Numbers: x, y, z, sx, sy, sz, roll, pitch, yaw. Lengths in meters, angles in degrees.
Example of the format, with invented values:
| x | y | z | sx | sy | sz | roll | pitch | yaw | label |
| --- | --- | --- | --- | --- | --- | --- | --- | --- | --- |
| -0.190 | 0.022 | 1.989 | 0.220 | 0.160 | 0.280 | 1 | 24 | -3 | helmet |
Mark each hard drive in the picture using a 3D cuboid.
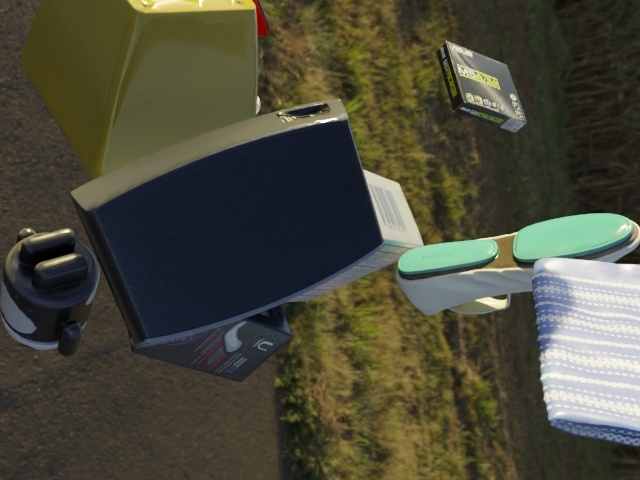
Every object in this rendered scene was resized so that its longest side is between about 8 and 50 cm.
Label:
| x | y | z | sx | sy | sz | roll | pitch | yaw | label |
| --- | --- | --- | --- | --- | --- | --- | --- | --- | --- |
| -0.070 | -0.013 | 0.617 | 0.054 | 0.254 | 0.172 | -146 | -143 | -68 | hard drive |

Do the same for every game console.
| x | y | z | sx | sy | sz | roll | pitch | yaw | label |
| --- | --- | --- | --- | --- | --- | --- | --- | --- | --- |
| -0.171 | -0.534 | 1.542 | 0.085 | 0.124 | 0.144 | -60 | 139 | -41 | game console |

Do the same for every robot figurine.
| x | y | z | sx | sy | sz | roll | pitch | yaw | label |
| --- | --- | --- | --- | --- | --- | --- | --- | --- | --- |
| -0.527 | 0.097 | 1.334 | 0.173 | 0.278 | 0.209 | 17 | 49 | -15 | robot figurine |

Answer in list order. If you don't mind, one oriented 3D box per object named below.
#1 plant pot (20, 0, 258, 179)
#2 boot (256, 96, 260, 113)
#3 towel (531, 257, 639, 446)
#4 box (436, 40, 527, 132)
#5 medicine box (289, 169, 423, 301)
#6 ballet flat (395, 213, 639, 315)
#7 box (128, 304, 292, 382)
| x | y | z | sx | sy | sz | roll | pitch | yaw | label |
| --- | --- | --- | --- | --- | --- | --- | --- | --- | --- |
| -0.188 | -0.222 | 0.778 | 0.212 | 0.187 | 0.212 | -17 | 60 | -39 | plant pot |
| -0.197 | -0.238 | 1.401 | 0.095 | 0.258 | 0.123 | -17 | 115 | -29 | boot |
| 0.335 | 0.093 | 0.668 | 0.336 | 0.243 | 0.040 | -55 | 148 | -65 | towel |
| 0.362 | -0.345 | 1.554 | 0.190 | 0.045 | 0.184 | 12 | 57 | -28 | box |
| 0.000 | 0.000 | 1.275 | 0.263 | 0.289 | 0.149 | 8 | 59 | -62 | medicine box |
| 0.326 | 0.051 | 1.153 | 0.139 | 0.400 | 0.139 | 35 | 49 | -55 | ballet flat |
| -0.213 | 0.143 | 1.311 | 0.270 | 0.165 | 0.143 | 28 | 27 | -43 | box |
